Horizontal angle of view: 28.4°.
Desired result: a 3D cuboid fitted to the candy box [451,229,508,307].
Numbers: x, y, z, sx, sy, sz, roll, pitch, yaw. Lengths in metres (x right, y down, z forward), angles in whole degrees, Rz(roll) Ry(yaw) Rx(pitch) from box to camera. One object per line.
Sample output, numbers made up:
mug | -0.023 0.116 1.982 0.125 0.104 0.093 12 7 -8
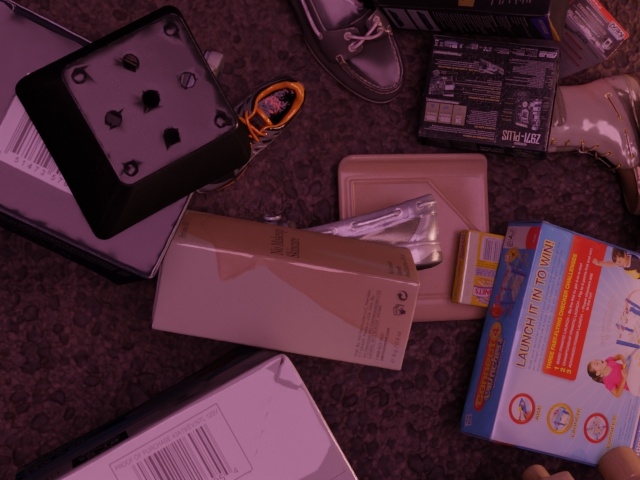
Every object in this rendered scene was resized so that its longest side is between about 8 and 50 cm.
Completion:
candy box | 0.285 0.051 1.803 0.206 0.027 0.105 10 89 -26

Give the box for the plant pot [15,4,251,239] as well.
plant pot | -0.176 -0.129 1.253 0.187 0.167 0.188 -29 93 -14

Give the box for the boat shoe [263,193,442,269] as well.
boat shoe | 0.001 0.000 1.699 0.320 0.118 0.103 -4 84 7

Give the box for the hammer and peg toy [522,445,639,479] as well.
hammer and peg toy | 0.295 0.438 1.706 0.361 0.127 0.266 -19 119 -6

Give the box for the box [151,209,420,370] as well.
box | -0.044 0.059 1.572 0.311 0.148 0.121 10 107 -6

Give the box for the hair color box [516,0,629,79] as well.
hair color box | 0.352 -0.288 1.783 0.093 0.167 0.053 46 79 -8

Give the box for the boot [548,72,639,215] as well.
boot | 0.395 -0.131 1.835 0.165 0.077 0.213 -8 85 -14

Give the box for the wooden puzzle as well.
wooden puzzle | 0.132 -0.003 1.790 0.221 0.044 0.238 -2 93 -13

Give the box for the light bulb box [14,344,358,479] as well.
light bulb box | -0.169 0.308 1.542 0.358 0.361 0.225 -29 93 -12

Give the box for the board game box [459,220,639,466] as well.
board game box | 0.375 0.158 1.782 0.302 0.086 0.308 17 84 -23

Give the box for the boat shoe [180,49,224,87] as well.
boat shoe | -0.176 -0.200 1.644 0.076 0.226 0.083 10 106 -1

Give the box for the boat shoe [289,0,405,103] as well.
boat shoe | 0.015 -0.338 1.745 0.112 0.095 0.335 -33 95 -12

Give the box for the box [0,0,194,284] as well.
box | -0.307 -0.101 1.509 0.294 0.395 0.212 26 81 -11

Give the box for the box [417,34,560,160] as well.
box | 0.237 -0.199 1.769 0.180 0.077 0.147 7 85 10

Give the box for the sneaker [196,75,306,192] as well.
sneaker | -0.102 -0.150 1.719 0.084 0.083 0.215 45 81 -9

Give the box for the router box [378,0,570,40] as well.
router box | 0.236 -0.435 1.727 0.243 0.081 0.308 10 77 26
